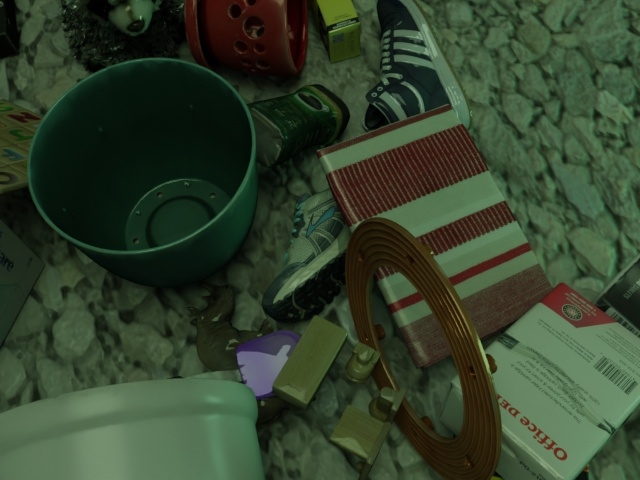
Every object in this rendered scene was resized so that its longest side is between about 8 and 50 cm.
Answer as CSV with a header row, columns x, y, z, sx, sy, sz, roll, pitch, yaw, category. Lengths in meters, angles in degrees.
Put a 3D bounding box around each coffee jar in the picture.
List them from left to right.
x,y,z,sx,sy,sz,roll,pitch,yaw,category
-0.039,-0.178,1.159,0.096,0.079,0.184,41,40,17,coffee jar

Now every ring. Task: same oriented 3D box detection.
x,y,z,sx,sy,sz,roll,pitch,yaw,category
0.119,0.130,0.914,0.032,0.336,0.336,-20,66,-19,ring

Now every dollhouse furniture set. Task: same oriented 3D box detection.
x,y,z,sx,sy,sz,roll,pitch,yaw,category
0.022,0.212,0.995,0.151,0.123,0.144,26,58,12,dollhouse furniture set

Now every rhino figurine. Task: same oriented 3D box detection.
x,y,z,sx,sy,sz,roll,pitch,yaw,category
-0.113,0.150,1.059,0.106,0.073,0.243,-31,66,-12,rhino figurine

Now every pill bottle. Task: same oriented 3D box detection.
x,y,z,sx,sy,sz,roll,pitch,yaw,category
0.486,0.131,0.999,0.130,0.130,0.246,-41,70,-14,pill bottle

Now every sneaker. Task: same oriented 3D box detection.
x,y,z,sx,sy,sz,roll,pitch,yaw,category
0.000,0.000,1.113,0.122,0.110,0.283,32,62,23,sneaker
0.114,-0.274,1.221,0.153,0.099,0.282,-21,69,-8,sneaker

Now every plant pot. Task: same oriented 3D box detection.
x,y,z,sx,sy,sz,roll,pitch,yaw,category
-0.219,-0.066,1.072,0.293,0.235,0.293,-2,64,4,plant pot
-0.118,-0.362,1.228,0.174,0.191,0.191,3,66,9,plant pot

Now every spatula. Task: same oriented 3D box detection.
x,y,z,sx,sy,sz,roll,pitch,yaw,category
-0.151,0.179,0.965,0.296,0.030,0.084,-10,65,-25,spatula

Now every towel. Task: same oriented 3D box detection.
x,y,z,sx,sy,sz,roll,pitch,yaw,category
0.160,-0.015,1.071,0.237,0.037,0.329,-22,79,-21,towel

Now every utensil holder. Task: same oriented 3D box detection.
x,y,z,sx,sy,sz,roll,pitch,yaw,category
-0.195,0.380,0.826,0.328,0.327,0.385,-13,68,-2,utensil holder

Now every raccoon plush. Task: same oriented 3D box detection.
x,y,z,sx,sy,sz,roll,pitch,yaw,category
-0.389,-0.461,1.227,0.216,0.299,0.446,-43,70,-14,raccoon plush

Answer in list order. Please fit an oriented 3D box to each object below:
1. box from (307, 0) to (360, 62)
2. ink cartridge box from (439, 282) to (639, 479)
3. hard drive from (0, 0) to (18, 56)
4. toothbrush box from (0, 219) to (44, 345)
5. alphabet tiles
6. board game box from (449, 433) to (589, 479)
x,y,z,sx,sy,sz,roll,pitch,yaw,category
0.008,-0.422,1.302,0.058,0.087,0.232,-16,67,-4,box
0.291,0.190,0.960,0.237,0.100,0.172,-34,60,-29,ink cartridge box
-0.677,-0.456,1.371,0.237,0.064,0.339,-14,66,-3,hard drive
-0.528,0.100,1.028,0.126,0.216,0.295,18,69,11,toothbrush box
-0.515,-0.153,1.134,0.343,0.011,0.285,25,28,24,alphabet tiles
0.244,0.310,0.953,0.170,0.048,0.141,10,44,8,board game box
